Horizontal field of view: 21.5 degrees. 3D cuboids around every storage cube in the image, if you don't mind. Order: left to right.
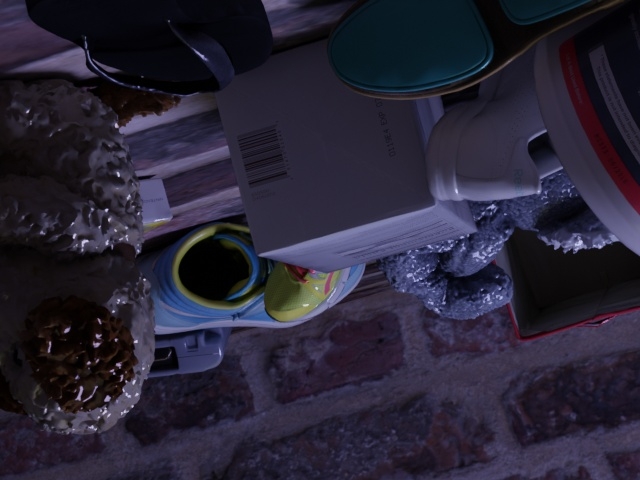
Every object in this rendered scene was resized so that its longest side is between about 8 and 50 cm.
[{"bbox_3d":[0.299,-0.013,1.947,0.183,0.215,0.193,-17,-177,16],"label":"storage cube"}]

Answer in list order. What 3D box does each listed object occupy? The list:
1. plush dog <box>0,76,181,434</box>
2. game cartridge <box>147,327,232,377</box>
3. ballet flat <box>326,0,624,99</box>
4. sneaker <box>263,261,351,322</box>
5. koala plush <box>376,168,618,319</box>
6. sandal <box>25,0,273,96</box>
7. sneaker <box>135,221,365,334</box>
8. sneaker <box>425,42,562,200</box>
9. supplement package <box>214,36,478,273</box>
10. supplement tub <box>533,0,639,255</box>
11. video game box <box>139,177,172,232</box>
[{"bbox_3d":[-0.173,0.016,1.097,0.210,0.225,0.262,-13,173,-14],"label":"plush dog"},{"bbox_3d":[-0.256,0.118,2.136,0.297,0.062,0.198,-7,-164,8],"label":"game cartridge"},{"bbox_3d":[0.113,-0.145,1.039,0.232,0.080,0.073,-17,-172,31],"label":"ballet flat"},{"bbox_3d":[0.000,0.000,1.823,0.208,0.081,0.094,-51,152,11],"label":"sneaker"},{"bbox_3d":[0.161,-0.048,1.490,0.221,0.196,0.203,-13,165,27],"label":"koala plush"},{"bbox_3d":[-0.095,-0.111,0.942,0.097,0.055,0.254,-16,173,16],"label":"sandal"},{"bbox_3d":[-0.058,0.037,1.972,0.319,0.127,0.208,-12,174,-26],"label":"sneaker"},{"bbox_3d":[0.154,-0.090,1.158,0.094,0.080,0.212,9,-138,27],"label":"sneaker"},{"bbox_3d":[0.026,-0.060,1.266,0.133,0.139,0.244,-16,172,10],"label":"supplement package"},{"bbox_3d":[0.287,-0.117,1.037,0.272,0.191,0.191,-31,166,32],"label":"supplement tub"},{"bbox_3d":[-0.266,-0.002,1.529,0.187,0.048,0.205,-7,170,-39],"label":"video game box"}]
